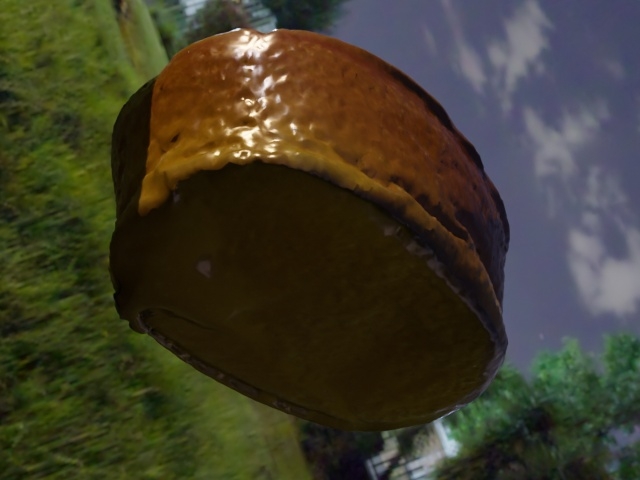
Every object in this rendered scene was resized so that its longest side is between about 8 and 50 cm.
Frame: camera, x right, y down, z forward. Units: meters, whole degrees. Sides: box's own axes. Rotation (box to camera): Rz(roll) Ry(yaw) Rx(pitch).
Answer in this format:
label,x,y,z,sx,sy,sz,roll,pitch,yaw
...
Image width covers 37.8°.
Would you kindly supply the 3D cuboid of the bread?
label,x,y,z,sx,sy,sz,roll,pitch,yaw
bread,0.000,0.000,0.539,0.269,0.195,0.143,40,35,-34
